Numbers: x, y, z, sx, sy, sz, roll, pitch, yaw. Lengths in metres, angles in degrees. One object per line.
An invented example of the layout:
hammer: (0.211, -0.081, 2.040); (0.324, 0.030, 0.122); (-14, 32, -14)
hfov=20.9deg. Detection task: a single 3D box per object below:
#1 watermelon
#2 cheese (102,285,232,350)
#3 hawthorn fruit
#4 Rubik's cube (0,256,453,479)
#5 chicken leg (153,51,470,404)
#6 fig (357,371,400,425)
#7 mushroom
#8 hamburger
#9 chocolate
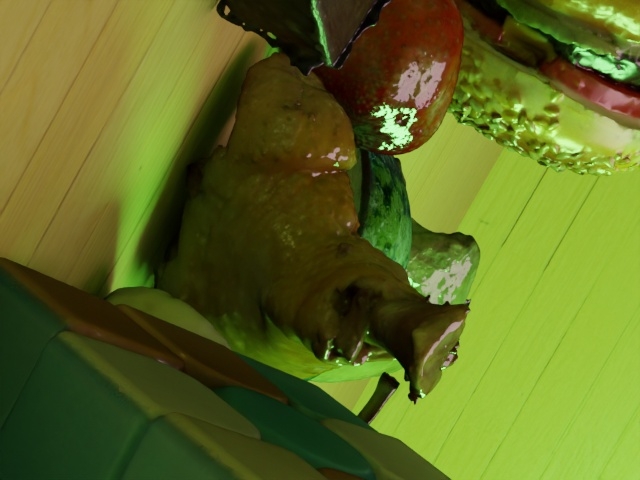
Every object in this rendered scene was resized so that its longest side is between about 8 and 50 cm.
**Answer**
watermelon: (0.000, 0.000, 1.685); (0.224, 0.180, 0.305); (-70, -174, -83)
cheese: (-0.162, 0.168, 1.374); (0.251, 0.174, 0.248); (-37, 158, -54)
hawthorn fruit: (0.060, -0.175, 1.502); (0.194, 0.157, 0.157); (-56, 170, -1)
Rubik's cube: (-0.094, 0.265, 1.118); (0.346, 0.344, 0.347); (24, 95, -43)
chicken leg: (-0.010, 0.001, 1.393); (0.409, 0.182, 0.295); (-156, -116, -62)
fig: (-0.055, 0.230, 1.593); (0.204, 0.249, 0.186); (5, 74, -48)
mushroom: (0.036, 0.057, 1.889); (0.292, 0.217, 0.212); (-64, 168, 26)
hamburger: (0.245, -0.221, 1.823); (0.250, 0.330, 0.330); (-68, 168, 19)
chocolate: (0.040, -0.281, 1.240); (0.321, 0.112, 0.112); (-57, 162, -13)
